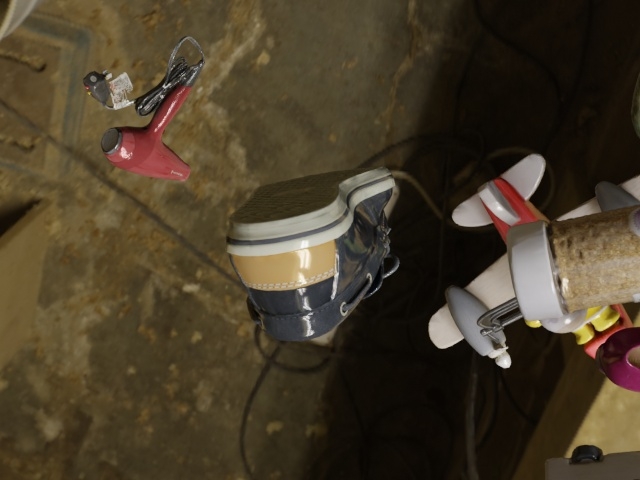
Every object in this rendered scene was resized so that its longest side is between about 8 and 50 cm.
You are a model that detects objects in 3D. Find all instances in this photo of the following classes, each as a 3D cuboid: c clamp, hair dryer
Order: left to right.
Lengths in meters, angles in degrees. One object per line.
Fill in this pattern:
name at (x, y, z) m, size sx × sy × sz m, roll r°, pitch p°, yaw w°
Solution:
hair dryer at (-0.288, -0.208, 1.726) m, size 0.223 × 0.080 × 0.293 m, roll -22°, pitch 141°, yaw -15°
c clamp at (0.301, 0.103, 1.444) m, size 0.160 × 0.022 × 0.137 m, roll -33°, pitch 151°, yaw 25°

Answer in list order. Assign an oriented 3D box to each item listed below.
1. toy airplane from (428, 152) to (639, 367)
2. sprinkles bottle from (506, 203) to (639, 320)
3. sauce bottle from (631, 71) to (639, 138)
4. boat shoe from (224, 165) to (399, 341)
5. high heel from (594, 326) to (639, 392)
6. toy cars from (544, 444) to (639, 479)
toy airplane at (0.394, 0.047, 1.644) m, size 0.384 × 0.272 × 0.386 m, roll 7°, pitch 117°, yaw 6°
sprinkles bottle at (0.406, 0.009, 1.133) m, size 0.355 × 0.121 × 0.121 m, roll -12°, pitch 116°, yaw 17°
sauce bottle at (0.298, -0.159, 0.533) m, size 0.111 × 0.344 × 0.111 m, roll 33°, pitch 151°, yaw 21°
boat shoe at (0.000, 0.000, 1.215) m, size 0.187 × 0.500 × 0.156 m, roll -9°, pitch 101°, yaw 11°
high heel at (0.595, 0.181, 1.384) m, size 0.377 × 0.181 × 0.127 m, roll -4°, pitch 83°, yaw 6°
toy cars at (0.420, 0.211, 1.035) m, size 0.393 × 0.176 × 0.087 m, roll -40°, pitch 132°, yaw -5°
